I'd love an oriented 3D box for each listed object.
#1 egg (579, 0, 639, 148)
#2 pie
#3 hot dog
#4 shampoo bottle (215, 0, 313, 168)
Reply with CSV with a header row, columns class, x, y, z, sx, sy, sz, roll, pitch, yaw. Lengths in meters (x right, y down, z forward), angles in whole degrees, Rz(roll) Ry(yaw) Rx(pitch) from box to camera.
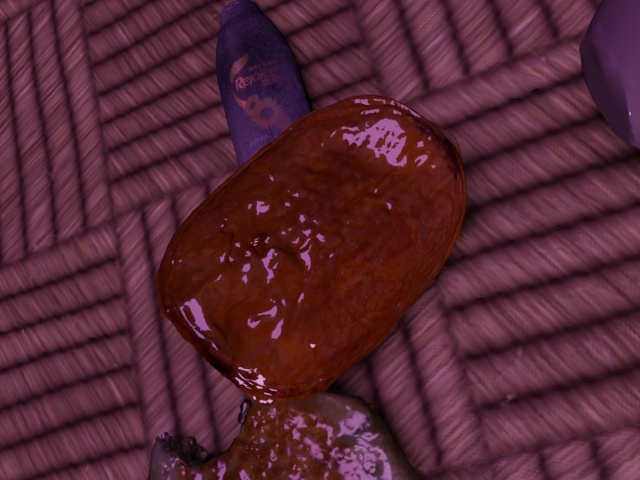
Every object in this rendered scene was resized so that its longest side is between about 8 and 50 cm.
class,x,y,z,sx,sy,sz,roll,pitch,yaw
egg,0.306,-0.154,0.470,0.232,0.176,0.176,-32,68,12
pie,-0.034,0.261,0.582,0.302,0.067,0.302,-5,77,22
hot dog,0.000,0.000,0.568,0.196,0.122,0.272,43,75,2
shampoo bottle,-0.054,-0.138,0.687,0.087,0.049,0.233,-19,71,10
